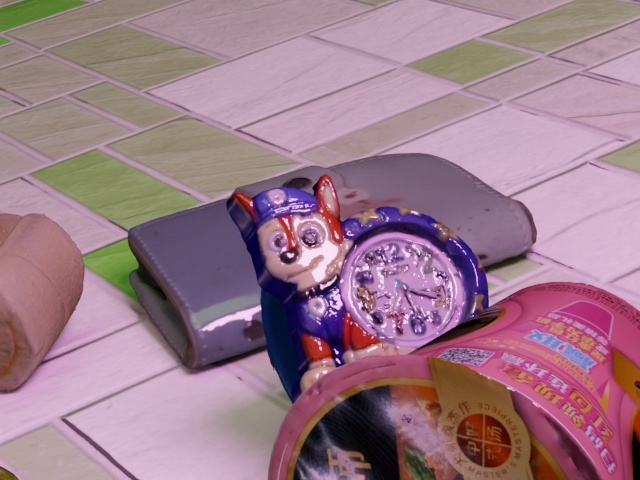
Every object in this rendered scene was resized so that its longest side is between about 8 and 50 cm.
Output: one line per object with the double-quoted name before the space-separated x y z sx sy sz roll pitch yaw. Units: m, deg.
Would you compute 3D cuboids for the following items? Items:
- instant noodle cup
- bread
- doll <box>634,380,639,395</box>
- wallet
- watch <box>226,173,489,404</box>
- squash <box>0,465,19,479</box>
"instant noodle cup" 0.127 0.140 1.143 0.244 0.244 0.255 2 19 29
"bread" -0.307 0.059 1.616 0.148 0.134 0.141 -15 25 23
"doll" 0.269 0.181 0.965 0.086 0.117 0.291 3 49 -45
"wallet" 0.000 0.000 1.681 0.360 0.083 0.252 -18 29 -17
"watch" 0.026 0.066 1.354 0.171 0.200 0.196 -14 67 -19
"squash" -0.348 0.201 1.391 0.252 0.066 0.066 -3 25 19
